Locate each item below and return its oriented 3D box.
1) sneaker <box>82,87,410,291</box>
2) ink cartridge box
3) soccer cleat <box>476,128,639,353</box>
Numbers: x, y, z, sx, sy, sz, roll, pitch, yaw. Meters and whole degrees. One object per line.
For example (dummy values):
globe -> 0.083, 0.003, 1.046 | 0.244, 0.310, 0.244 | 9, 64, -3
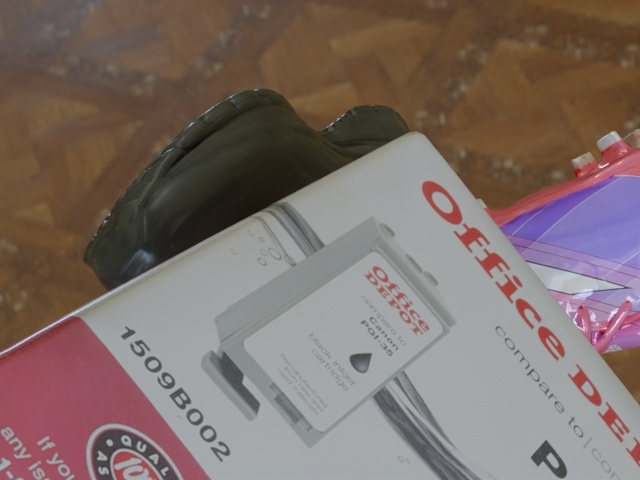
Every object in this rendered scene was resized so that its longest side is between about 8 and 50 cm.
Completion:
sneaker -> 0.000, 0.000, 0.825 | 0.130, 0.109, 0.286 | 51, 30, 18
ink cartridge box -> -0.003, 0.102, 0.493 | 0.207, 0.117, 0.283 | 52, 33, 4
soccer cleat -> 0.090, 0.026, 0.709 | 0.248, 0.083, 0.095 | -27, 81, -19
